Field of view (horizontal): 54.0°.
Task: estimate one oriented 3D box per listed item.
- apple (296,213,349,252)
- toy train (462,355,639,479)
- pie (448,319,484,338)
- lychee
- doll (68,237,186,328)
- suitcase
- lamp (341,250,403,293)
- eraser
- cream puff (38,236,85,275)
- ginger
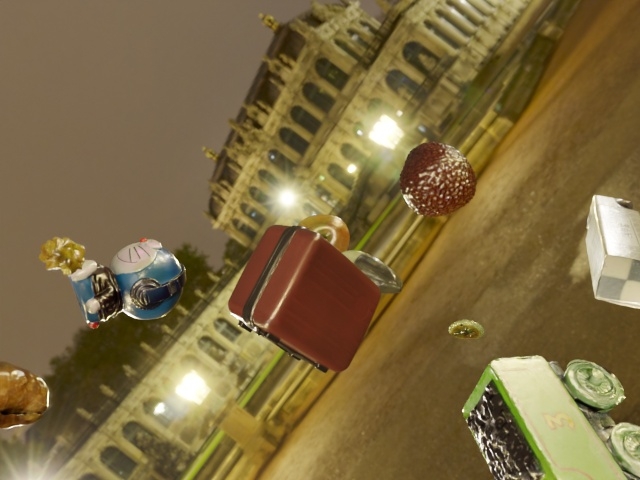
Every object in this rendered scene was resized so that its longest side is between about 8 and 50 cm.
[{"bbox_3d":[0.000,0.000,1.998,0.182,0.182,0.155,-52,0,-5],"label":"apple"},{"bbox_3d":[0.396,0.331,1.021,0.307,0.248,0.174,-112,31,-47],"label":"toy train"},{"bbox_3d":[0.336,0.208,1.454,0.084,0.084,0.021,125,160,-55],"label":"pie"},{"bbox_3d":[0.280,-0.147,1.534,0.194,0.194,0.194,-53,-1,-2],"label":"lychee"},{"bbox_3d":[-0.544,0.122,1.813,0.309,0.240,0.284,-18,21,-25],"label":"doll"},{"bbox_3d":[-0.025,0.120,1.296,0.161,0.297,0.236,14,70,44],"label":"suitcase"},{"bbox_3d":[0.116,0.084,1.706,0.101,0.250,0.101,-29,-51,-45],"label":"lamp"},{"bbox_3d":[0.622,0.008,1.316,0.404,0.098,0.097,-47,-35,-61],"label":"eraser"},{"bbox_3d":[-0.506,0.031,1.238,0.083,0.083,0.058,-30,26,-18],"label":"cream puff"},{"bbox_3d":[-0.794,0.360,1.442,0.321,0.172,0.165,6,-64,-52],"label":"ginger"}]
